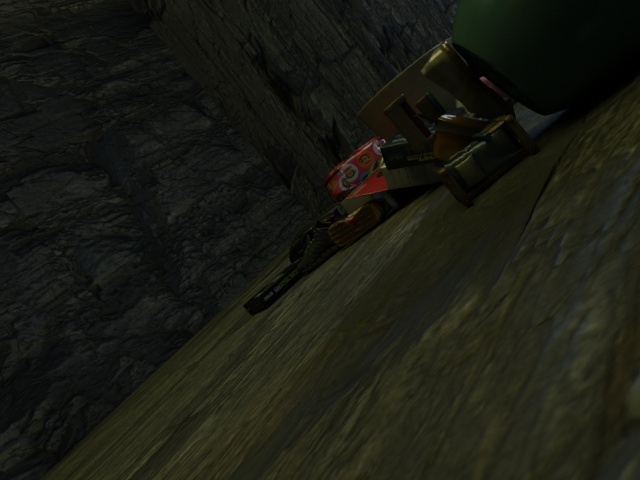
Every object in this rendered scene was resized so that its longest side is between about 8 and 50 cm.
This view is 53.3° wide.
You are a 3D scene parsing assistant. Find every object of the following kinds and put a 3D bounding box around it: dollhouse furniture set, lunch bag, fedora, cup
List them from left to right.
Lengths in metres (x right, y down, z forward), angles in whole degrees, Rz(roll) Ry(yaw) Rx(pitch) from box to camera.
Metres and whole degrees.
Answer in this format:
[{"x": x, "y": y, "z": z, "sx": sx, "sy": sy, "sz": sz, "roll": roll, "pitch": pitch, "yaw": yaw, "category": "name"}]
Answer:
[{"x": 0.164, "y": -0.219, "z": 2.230, "sx": 0.293, "sy": 0.120, "sz": 0.258, "roll": -36, "pitch": -21, "yaw": -2, "category": "lunch bag"}, {"x": 0.303, "y": -0.357, "z": 1.756, "sx": 0.331, "sy": 0.237, "sz": 0.331, "roll": -39, "pitch": 1, "yaw": 1, "category": "cup"}, {"x": 0.201, "y": -0.164, "z": 0.944, "sx": 0.129, "sy": 0.183, "sz": 0.129, "roll": -40, "pitch": 4, "yaw": 9, "category": "dollhouse furniture set"}, {"x": 0.250, "y": -0.171, "z": 1.105, "sx": 0.194, "sy": 0.194, "sz": 0.079, "roll": -59, "pitch": -19, "yaw": -79, "category": "fedora"}]

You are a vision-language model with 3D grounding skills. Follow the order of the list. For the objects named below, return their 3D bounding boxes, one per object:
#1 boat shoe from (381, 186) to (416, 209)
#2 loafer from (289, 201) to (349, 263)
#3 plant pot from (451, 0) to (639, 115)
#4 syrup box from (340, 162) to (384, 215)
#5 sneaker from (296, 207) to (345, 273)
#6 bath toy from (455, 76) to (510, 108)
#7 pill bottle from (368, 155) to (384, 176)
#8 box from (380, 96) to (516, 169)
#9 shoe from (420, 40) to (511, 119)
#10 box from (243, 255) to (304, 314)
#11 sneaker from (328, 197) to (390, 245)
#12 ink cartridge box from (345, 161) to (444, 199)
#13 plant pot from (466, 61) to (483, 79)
[{"x": 0.198, "y": -0.134, "z": 1.539, "sx": 0.083, "sy": 0.065, "sz": 0.183, "roll": -41, "pitch": 2, "yaw": 20, "category": "boat shoe"}, {"x": -0.010, "y": -0.012, "z": 1.928, "sx": 0.267, "sy": 0.096, "sz": 0.084, "roll": -45, "pitch": 7, "yaw": 24, "category": "loafer"}, {"x": 0.335, "y": -0.330, "z": 0.931, "sx": 0.235, "sy": 0.293, "sz": 0.293, "roll": -51, "pitch": 1, "yaw": 13, "category": "plant pot"}, {"x": 0.157, "y": -0.132, "z": 1.705, "sx": 0.093, "sy": 0.096, "sz": 0.237, "roll": -35, "pitch": 6, "yaw": 37, "category": "syrup box"}, {"x": 0.000, "y": 0.000, "z": 1.706, "sx": 0.224, "sy": 0.098, "sz": 0.083, "roll": -38, "pitch": 4, "yaw": 32, "category": "sneaker"}, {"x": 0.485, "y": -0.417, "z": 1.640, "sx": 0.129, "sy": 0.151, "sz": 0.348, "roll": 18, "pitch": 50, "yaw": 42, "category": "bath toy"}, {"x": 0.208, "y": -0.203, "z": 1.919, "sx": 0.112, "sy": 0.112, "sz": 0.187, "roll": -41, "pitch": 3, "yaw": -11, "category": "pill bottle"}, {"x": 0.265, "y": -0.222, "z": 1.326, "sx": 0.233, "sy": 0.059, "sz": 0.183, "roll": -7, "pitch": 24, "yaw": 37, "category": "box"}, {"x": 0.238, "y": -0.243, "z": 1.033, "sx": 0.058, "sy": 0.219, "sz": 0.076, "roll": -47, "pitch": 47, "yaw": 17, "category": "shoe"}, {"x": -0.126, "y": 0.132, "z": 1.845, "sx": 0.184, "sy": 0.045, "sz": 0.191, "roll": -39, "pitch": 2, "yaw": -24, "category": "box"}, {"x": 0.100, "y": -0.046, "z": 1.573, "sx": 0.185, "sy": 0.069, "sz": 0.084, "roll": -29, "pitch": 2, "yaw": 43, "category": "sneaker"}, {"x": 0.221, "y": -0.206, "z": 1.525, "sx": 0.261, "sy": 0.066, "sz": 0.296, "roll": -8, "pitch": 24, "yaw": 38, "category": "ink cartridge box"}, {"x": 0.504, "y": -0.531, "z": 1.843, "sx": 0.167, "sy": 0.187, "sz": 0.188, "roll": -48, "pitch": 45, "yaw": -14, "category": "plant pot"}]
